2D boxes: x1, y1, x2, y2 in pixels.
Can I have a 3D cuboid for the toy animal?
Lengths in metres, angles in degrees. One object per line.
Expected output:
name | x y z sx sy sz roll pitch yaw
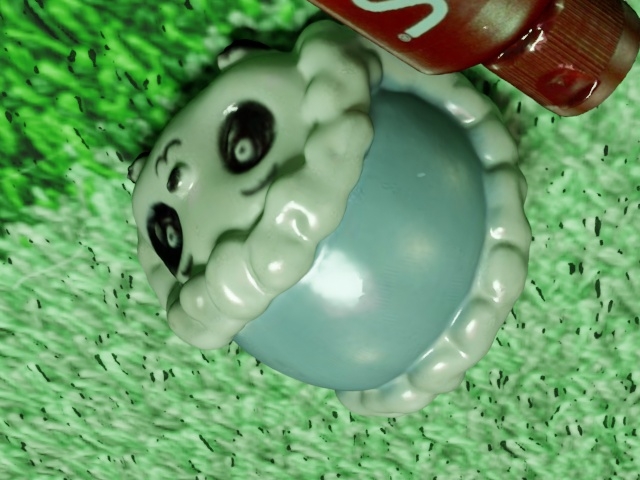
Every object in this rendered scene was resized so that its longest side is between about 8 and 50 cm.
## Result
toy animal | 0.000 0.000 0.862 0.204 0.156 0.208 23 128 -30

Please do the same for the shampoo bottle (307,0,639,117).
shampoo bottle | 0.023 -0.159 0.746 0.314 0.076 0.118 29 126 -29
